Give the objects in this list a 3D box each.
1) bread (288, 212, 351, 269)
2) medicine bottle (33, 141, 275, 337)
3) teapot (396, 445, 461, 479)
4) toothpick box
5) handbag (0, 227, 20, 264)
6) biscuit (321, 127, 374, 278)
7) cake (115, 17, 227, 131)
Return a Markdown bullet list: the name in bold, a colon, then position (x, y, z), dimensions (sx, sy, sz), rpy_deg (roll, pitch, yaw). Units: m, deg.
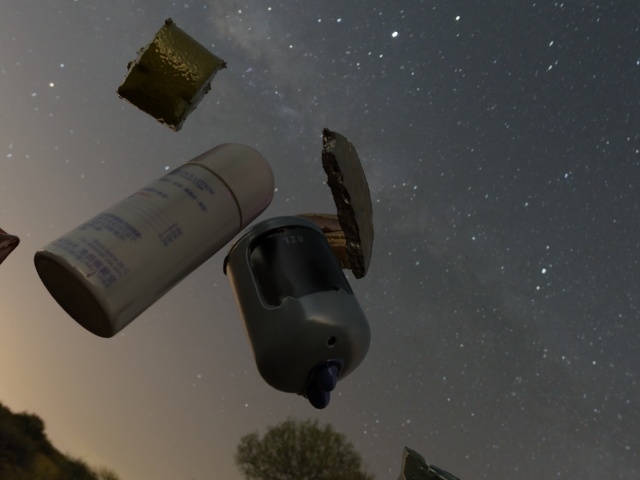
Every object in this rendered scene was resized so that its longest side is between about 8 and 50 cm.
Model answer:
- **bread**: position (0.000, 0.000, 1.161), dimensions (0.237, 0.139, 0.106), rpy_deg (3, -34, 9)
- **medicine bottle**: position (-0.192, -0.027, 0.618), dimensions (0.131, 0.341, 0.130), rpy_deg (21, -46, 23)
- **teapot**: position (0.125, 0.427, 0.626), dimensions (0.171, 0.225, 0.203), rpy_deg (26, -14, 19)
- **toothpick box**: position (-0.044, 0.153, 0.911), dimensions (0.262, 0.263, 0.354), rpy_deg (91, -21, -45)
- **handbag**: position (-0.541, 0.068, 0.639), dimensions (0.059, 0.212, 0.157), rpy_deg (34, -8, -12)
- **biscuit**: position (0.065, -0.082, 0.860), dimensions (0.038, 0.141, 0.289), rpy_deg (-6, -67, 27)
- **cake**: position (-0.293, -0.323, 0.893), dimensions (0.156, 0.179, 0.260), rpy_deg (30, 4, -23)
